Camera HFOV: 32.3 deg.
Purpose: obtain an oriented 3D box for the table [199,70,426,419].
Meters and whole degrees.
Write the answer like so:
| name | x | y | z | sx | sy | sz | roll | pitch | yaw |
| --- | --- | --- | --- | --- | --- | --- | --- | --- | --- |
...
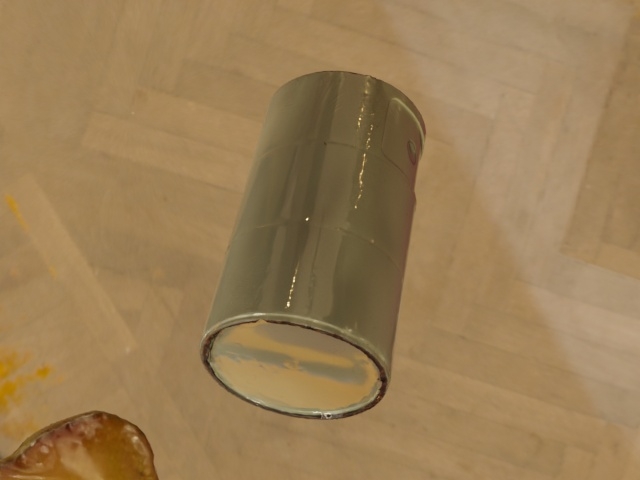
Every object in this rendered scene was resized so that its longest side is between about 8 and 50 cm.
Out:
| name | x | y | z | sx | sy | sz | roll | pitch | yaw |
| --- | --- | --- | --- | --- | --- | --- | --- | --- | --- |
| table | 0.000 | 0.000 | 0.775 | 0.126 | 0.126 | 0.220 | 20 | 53 | -11 |

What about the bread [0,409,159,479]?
| name | x | y | z | sx | sy | sz | roll | pitch | yaw |
| --- | --- | --- | --- | --- | --- | --- | --- | --- | --- |
| bread | -0.132 | 0.210 | 0.548 | 0.161 | 0.088 | 0.233 | -15 | 93 | -39 |
